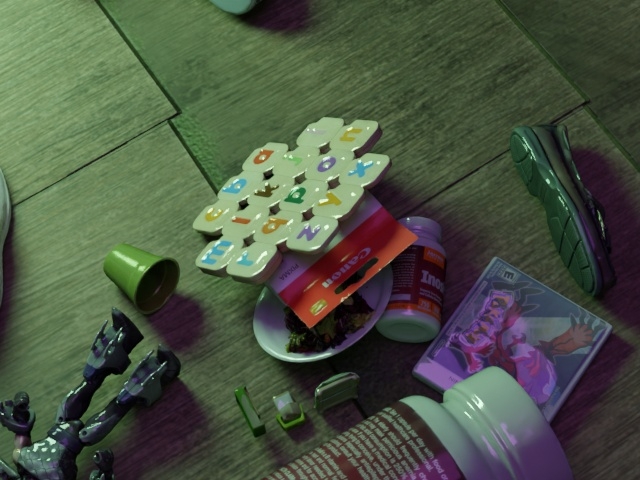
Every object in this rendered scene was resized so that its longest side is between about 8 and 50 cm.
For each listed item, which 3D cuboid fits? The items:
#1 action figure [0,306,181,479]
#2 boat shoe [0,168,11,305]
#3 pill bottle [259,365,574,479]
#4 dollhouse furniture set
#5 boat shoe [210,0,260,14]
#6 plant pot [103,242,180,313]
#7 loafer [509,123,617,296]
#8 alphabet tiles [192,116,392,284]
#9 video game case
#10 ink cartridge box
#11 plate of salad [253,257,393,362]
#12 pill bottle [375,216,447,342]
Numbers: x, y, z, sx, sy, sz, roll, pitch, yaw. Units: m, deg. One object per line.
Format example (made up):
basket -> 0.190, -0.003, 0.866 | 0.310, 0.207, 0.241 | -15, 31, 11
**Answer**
action figure -> -0.304, 0.230, 1.771 | 0.185, 0.099, 0.285 | 33, 72, 12
boat shoe -> -0.471, -0.027, 1.907 | 0.098, 0.096, 0.277 | -10, 63, -2
pill bottle -> 0.080, 0.319, 1.638 | 0.392, 0.224, 0.224 | -28, 65, -11
dollhouse furniture set -> -0.027, 0.190, 1.791 | 0.152, 0.076, 0.058 | -24, 65, -9
boat shoe -> -0.188, -0.506, 2.097 | 0.367, 0.136, 0.156 | 43, 49, 1
plant pot -> -0.243, 0.043, 1.880 | 0.079, 0.083, 0.083 | 29, 67, 29
loafer -> 0.341, -0.052, 1.896 | 0.084, 0.096, 0.267 | -16, 61, -13
alphabet tiles -> -0.039, -0.056, 1.864 | 0.278, 0.021, 0.284 | 10, 54, 49
video game case -> 0.248, 0.142, 1.835 | 0.183, 0.023, 0.201 | 32, 68, 17
ink cartridge box -> 0.000, 0.000, 1.817 | 0.181, 0.056, 0.225 | -40, 28, -5
plate of salad -> -0.002, 0.070, 1.832 | 0.200, 0.048, 0.200 | -17, 43, 17
pill bottle -> 0.120, 0.049, 1.852 | 0.086, 0.086, 0.152 | 5, 63, 5
